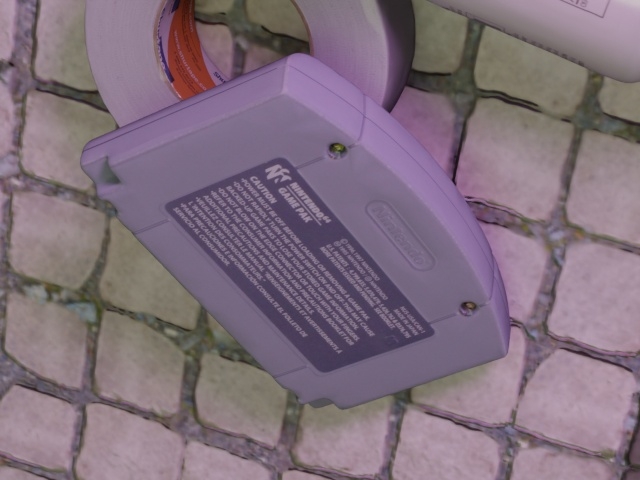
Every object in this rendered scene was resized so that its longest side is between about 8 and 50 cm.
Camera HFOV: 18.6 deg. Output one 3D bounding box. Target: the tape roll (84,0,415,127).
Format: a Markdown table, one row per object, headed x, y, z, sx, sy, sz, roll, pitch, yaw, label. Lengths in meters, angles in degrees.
| x | y | z | sx | sy | sz | roll | pitch | yaw | label |
| --- | --- | --- | --- | --- | --- | --- | --- | --- | --- |
| -0.048 | -0.142 | 1.345 | 0.219 | 0.072 | 0.219 | 8 | 114 | 18 | tape roll |

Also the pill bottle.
| x | y | z | sx | sy | sz | roll | pitch | yaw | label |
| --- | --- | --- | --- | --- | --- | --- | --- | --- | --- |
| 0.180 | -0.172 | 1.216 | 0.229 | 0.131 | 0.131 | 24 | 118 | 8 | pill bottle |

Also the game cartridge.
| x | y | z | sx | sy | sz | roll | pitch | yaw | label |
| --- | --- | --- | --- | --- | --- | --- | --- | --- | --- |
| 0.000 | 0.000 | 1.336 | 0.196 | 0.060 | 0.294 | -17 | 133 | 28 | game cartridge |
